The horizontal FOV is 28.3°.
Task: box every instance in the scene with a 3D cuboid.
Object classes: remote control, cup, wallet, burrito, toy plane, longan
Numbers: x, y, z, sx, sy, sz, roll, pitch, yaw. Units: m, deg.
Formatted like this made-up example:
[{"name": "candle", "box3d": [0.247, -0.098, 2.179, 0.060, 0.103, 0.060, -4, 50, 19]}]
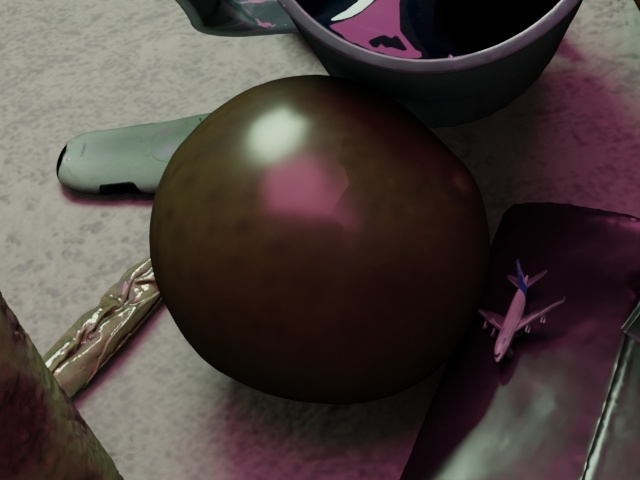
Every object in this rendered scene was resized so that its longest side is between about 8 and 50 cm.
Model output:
[{"name": "remote control", "box3d": [-0.132, -0.085, 1.207, 0.256, 0.045, 0.097, -6, 47, 11]}, {"name": "cup", "box3d": [0.062, -0.212, 1.020, 0.331, 0.311, 0.257, -32, 83, 3]}, {"name": "wallet", "box3d": [0.177, 0.144, 0.893, 0.228, 0.062, 0.406, 6, 53, 28]}, {"name": "burrito", "box3d": [-0.180, 0.069, 1.080, 0.045, 0.041, 0.185, 13, 50, 35]}, {"name": "toy plane", "box3d": [0.142, 0.055, 0.931, 0.077, 0.024, 0.084, -8, 52, 39]}, {"name": "longan", "box3d": [0.000, 0.000, 0.959, 0.258, 0.258, 0.258, -6, 47, 7]}]

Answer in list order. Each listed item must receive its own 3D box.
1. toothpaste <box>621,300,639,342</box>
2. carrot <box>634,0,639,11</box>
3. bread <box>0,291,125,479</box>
[{"name": "toothpaste", "box3d": [0.360, 0.101, 0.839, 0.312, 0.071, 0.089, 33, 60, 10]}, {"name": "carrot", "box3d": [0.402, -0.264, 1.117, 0.258, 0.100, 0.307, -57, 27, -5]}, {"name": "bread", "box3d": [-0.237, 0.155, 0.814, 0.155, 0.338, 0.187, 15, 52, 33]}]
